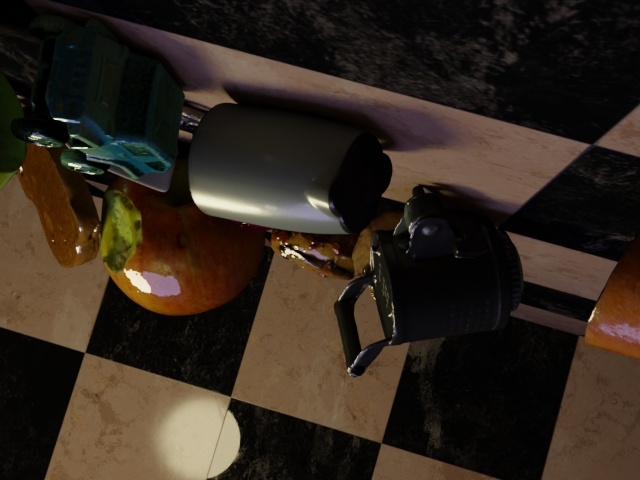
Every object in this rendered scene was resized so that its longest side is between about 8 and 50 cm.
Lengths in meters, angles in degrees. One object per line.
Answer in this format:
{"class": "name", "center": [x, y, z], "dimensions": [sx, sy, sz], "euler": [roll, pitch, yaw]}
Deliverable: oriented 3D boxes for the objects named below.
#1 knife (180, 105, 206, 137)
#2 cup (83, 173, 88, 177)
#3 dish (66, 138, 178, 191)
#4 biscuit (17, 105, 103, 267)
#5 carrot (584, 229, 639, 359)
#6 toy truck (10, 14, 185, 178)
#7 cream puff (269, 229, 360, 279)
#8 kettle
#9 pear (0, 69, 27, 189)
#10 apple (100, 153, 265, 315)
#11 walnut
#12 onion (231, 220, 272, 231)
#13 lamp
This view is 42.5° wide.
{"class": "knife", "center": [-0.071, -0.144, 1.290], "dimensions": [0.365, 0.043, 0.089], "euler": [17, 175, -7]}
{"class": "cup", "center": [-0.571, -0.193, 1.879], "dimensions": [0.150, 0.113, 0.138], "euler": [23, 173, -36]}
{"class": "dish", "center": [-0.304, -0.179, 1.257], "dimensions": [0.064, 0.154, 0.234], "euler": [-29, 151, 28]}
{"class": "biscuit", "center": [-0.542, -0.098, 1.690], "dimensions": [0.359, 0.074, 0.381], "euler": [50, 152, 30]}
{"class": "carrot", "center": [0.500, 0.070, 1.002], "dimensions": [0.331, 0.214, 0.193], "euler": [17, -155, 41]}
{"class": "toy truck", "center": [-0.275, -0.174, 1.060], "dimensions": [0.156, 0.154, 0.279], "euler": [7, 173, 5]}
{"class": "cream puff", "center": [-0.001, 0.000, 1.903], "dimensions": [0.240, 0.164, 0.240], "euler": [29, -177, -2]}
{"class": "kettle", "center": [-0.023, -0.101, 1.126], "dimensions": [0.237, 0.161, 0.221], "euler": [11, -160, 27]}
{"class": "pear", "center": [-0.513, -0.155, 1.010], "dimensions": [0.342, 0.239, 0.318], "euler": [54, -174, 4]}
{"class": "apple", "center": [-0.284, -0.005, 1.692], "dimensions": [0.340, 0.339, 0.339], "euler": [16, 174, 2]}
{"class": "walnut", "center": [0.146, 0.014, 1.633], "dimensions": [0.204, 0.141, 0.238], "euler": [-1, 142, -35]}
{"class": "onion", "center": [-0.094, -0.079, 1.519], "dimensions": [0.198, 0.135, 0.173], "euler": [10, 174, 38]}
{"class": "lamp", "center": [0.213, 0.076, 1.449], "dimensions": [0.272, 0.205, 0.374], "euler": [6, 136, -18]}
